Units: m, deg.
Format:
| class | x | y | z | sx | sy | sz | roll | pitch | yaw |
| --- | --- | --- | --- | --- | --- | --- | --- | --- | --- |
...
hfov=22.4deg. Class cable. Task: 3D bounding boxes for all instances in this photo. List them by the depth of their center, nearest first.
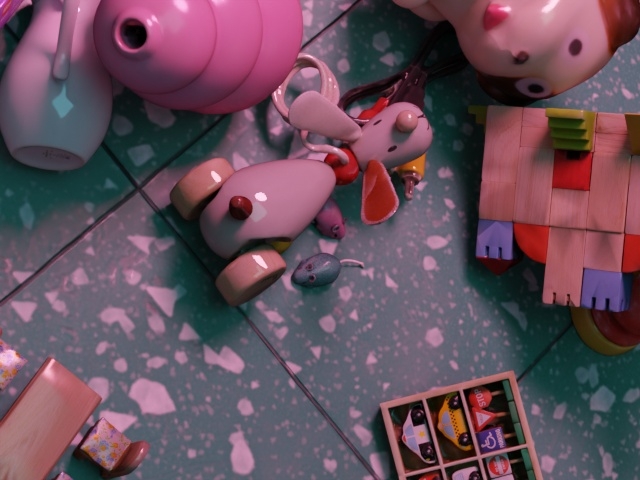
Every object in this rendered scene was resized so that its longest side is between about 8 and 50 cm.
| class | x | y | z | sx | sy | sz | roll | pitch | yaw |
| --- | --- | --- | --- | --- | --- | --- | --- | --- | --- |
| cable | 0.104 | -0.185 | 2.056 | 0.139 | 0.072 | 0.287 | 29 | 53 | -4 |

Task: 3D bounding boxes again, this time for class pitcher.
| class | x | y | z | sx | sy | sz | roll | pitch | yaw |
| --- | --- | --- | --- | --- | --- | --- | --- | --- | --- |
| pitcher | -0.286 | -0.195 | 1.771 | 0.125 | 0.178 | 0.207 | 7 | 74 | -9 |

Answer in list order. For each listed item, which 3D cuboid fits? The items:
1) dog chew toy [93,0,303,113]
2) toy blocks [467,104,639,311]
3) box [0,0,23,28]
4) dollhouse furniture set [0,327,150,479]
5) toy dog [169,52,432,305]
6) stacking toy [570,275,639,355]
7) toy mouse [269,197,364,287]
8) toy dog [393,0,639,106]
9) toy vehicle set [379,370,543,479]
| class | x | y | z | sx | sy | sz | roll | pitch | yaw |
| --- | --- | --- | --- | --- | --- | --- | --- | --- | --- |
| dog chew toy | -0.144 | -0.233 | 1.775 | 0.206 | 0.206 | 0.332 | 62 | 18 | -2 |
| toy blocks | 0.346 | -0.027 | 1.999 | 0.191 | 0.381 | 0.261 | -2 | 98 | -62 |
| box | -0.371 | -0.376 | 1.778 | 0.201 | 0.057 | 0.293 | 30 | 53 | -1 |
| dollhouse furniture set | -0.315 | 0.233 | 1.664 | 0.212 | 0.161 | 0.242 | 41 | 63 | -13 |
| toy dog | -0.019 | -0.077 | 1.854 | 0.220 | 0.161 | 0.333 | 37 | 72 | 1 |
| stacking toy | 0.474 | -0.008 | 2.147 | 0.279 | 0.130 | 0.309 | 2 | 78 | -27 |
| toy mouse | 0.000 | 0.000 | 1.956 | 0.143 | 0.031 | 0.161 | 29 | 67 | -19 |
| toy dog | 0.214 | -0.363 | 2.024 | 0.395 | 0.284 | 0.408 | 0 | 62 | -65 |
| toy vehicle set | 0.185 | 0.303 | 1.929 | 0.166 | 0.035 | 0.267 | -16 | 84 | 5 |
